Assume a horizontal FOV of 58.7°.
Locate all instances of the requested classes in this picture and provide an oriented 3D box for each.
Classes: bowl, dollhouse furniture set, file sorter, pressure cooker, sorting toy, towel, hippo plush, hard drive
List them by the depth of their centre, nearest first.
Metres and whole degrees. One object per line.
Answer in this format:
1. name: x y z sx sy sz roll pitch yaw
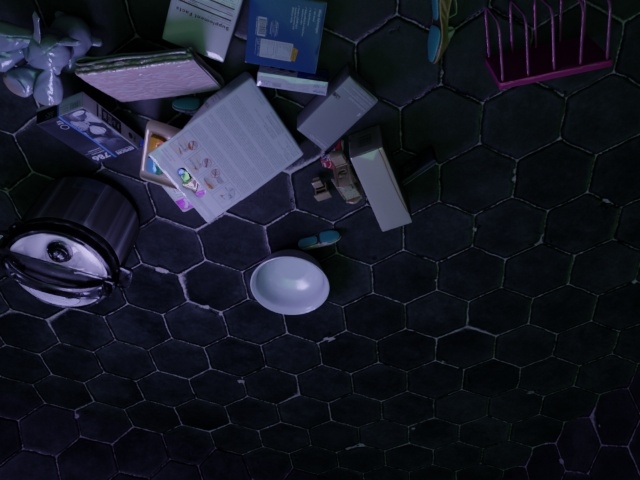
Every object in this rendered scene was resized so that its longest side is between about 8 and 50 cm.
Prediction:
1. file sorter: 0.607 -0.562 1.544 0.291 0.202 0.182 -10 126 10
2. hippo plush: -0.759 -0.553 1.576 0.234 0.236 0.294 31 132 -16
3. towel: -0.470 -0.465 1.614 0.332 0.317 0.053 -5 90 4
4. sorting toy: -0.469 -0.255 1.797 0.193 0.038 0.208 19 122 -4
5. hard drive: 0.319 -0.247 1.870 0.135 0.094 0.022 -35 119 26
6. dollhouse furniture set: 0.031 -0.190 1.880 0.161 0.101 0.182 -17 150 16
7. pressure cooker: -0.840 0.020 1.914 0.370 0.420 0.375 -17 127 13
8. bowl: -0.113 0.135 2.164 0.298 0.134 0.297 0 128 1

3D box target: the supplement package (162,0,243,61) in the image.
1. supplement package: -0.285 -0.663 1.506 0.176 0.177 0.292 18 127 -13

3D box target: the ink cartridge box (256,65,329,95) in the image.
1. ink cartridge box: -0.081 -0.484 1.693 0.207 0.097 0.046 8 127 -4

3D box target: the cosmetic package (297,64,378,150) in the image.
1. cosmetic package: 0.047 -0.405 1.750 0.127 0.107 0.238 33 119 -26

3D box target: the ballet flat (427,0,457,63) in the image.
1. ballet flat: 0.347 -0.612 1.594 0.073 0.080 0.232 -12 130 -8

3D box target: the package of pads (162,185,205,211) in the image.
1. package of pads: -0.402 -0.246 1.890 0.297 0.101 0.229 -22 125 17

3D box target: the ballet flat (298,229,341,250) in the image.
1. ballet flat: 0.000 0.000 2.115 0.168 0.057 0.052 -11 155 15

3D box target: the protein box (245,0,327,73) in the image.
1. protein box: -0.094 -0.596 1.580 0.201 0.136 0.199 8 128 -4

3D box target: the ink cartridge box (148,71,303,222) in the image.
1. ink cartridge box: -0.290 -0.283 1.773 0.385 0.091 0.308 -36 125 0

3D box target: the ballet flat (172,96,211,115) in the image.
1. ballet flat: -0.368 -0.414 1.783 0.189 0.070 0.070 -2 128 7

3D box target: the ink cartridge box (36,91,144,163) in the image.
1. ink cartridge box: -0.689 -0.325 1.759 0.166 0.065 0.333 -16 159 14

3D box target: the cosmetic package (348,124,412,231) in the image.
1. cosmetic package: 0.198 -0.202 1.871 0.113 0.160 0.309 -18 127 15

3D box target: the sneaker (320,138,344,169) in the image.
1. sneaker: 0.038 -0.286 1.882 0.067 0.042 0.118 8 131 -9
